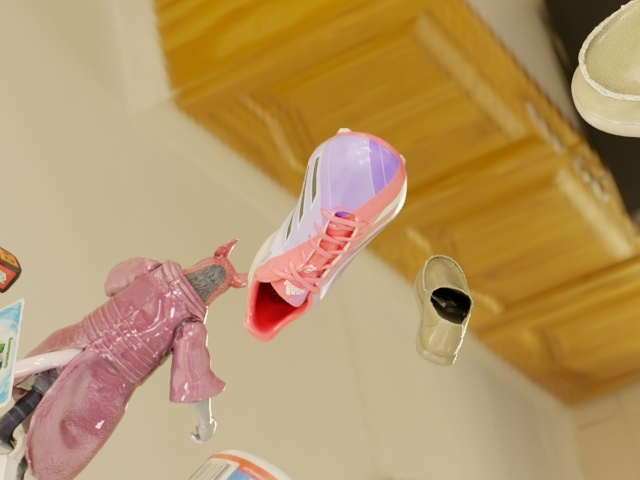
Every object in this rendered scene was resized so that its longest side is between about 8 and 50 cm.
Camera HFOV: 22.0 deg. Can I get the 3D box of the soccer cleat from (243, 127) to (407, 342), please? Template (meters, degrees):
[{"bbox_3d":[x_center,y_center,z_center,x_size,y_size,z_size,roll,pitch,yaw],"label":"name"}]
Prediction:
[{"bbox_3d":[0.000,0.000,1.304,0.083,0.248,0.095,27,-121,-7],"label":"soccer cleat"}]

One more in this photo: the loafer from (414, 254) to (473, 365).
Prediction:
[{"bbox_3d":[0.123,0.060,1.584,0.056,0.050,0.148,21,-144,-13],"label":"loafer"}]

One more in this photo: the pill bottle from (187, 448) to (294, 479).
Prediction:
[{"bbox_3d":[-0.099,0.270,1.206,0.221,0.124,0.124,-47,-62,-31],"label":"pill bottle"}]

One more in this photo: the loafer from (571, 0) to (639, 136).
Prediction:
[{"bbox_3d":[0.266,-0.153,0.974,0.092,0.269,0.102,50,-161,-45],"label":"loafer"}]

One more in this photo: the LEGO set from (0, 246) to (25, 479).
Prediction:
[{"bbox_3d":[-0.237,0.126,1.034,0.060,0.182,0.244,35,-137,-39],"label":"LEGO set"}]

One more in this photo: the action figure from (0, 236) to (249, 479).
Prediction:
[{"bbox_3d":[-0.239,0.110,1.860,0.248,0.370,0.276,49,180,29],"label":"action figure"}]
